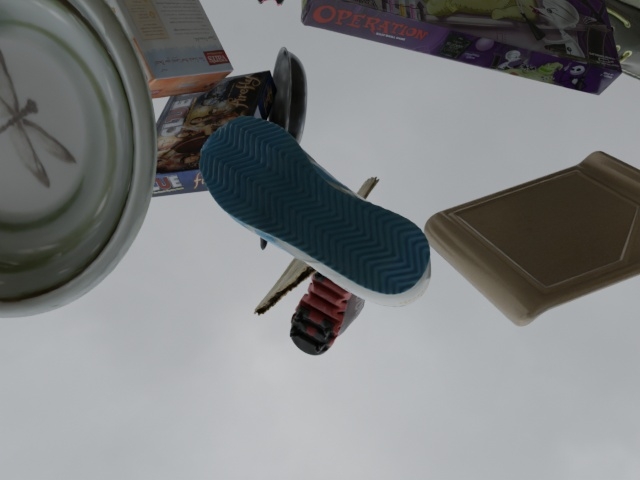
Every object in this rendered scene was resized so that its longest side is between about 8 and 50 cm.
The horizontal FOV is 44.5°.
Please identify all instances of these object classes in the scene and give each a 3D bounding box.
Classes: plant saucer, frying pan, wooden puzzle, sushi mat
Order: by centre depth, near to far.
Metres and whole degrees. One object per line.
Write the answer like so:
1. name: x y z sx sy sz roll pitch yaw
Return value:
1. plant saucer: -0.342 -0.120 0.830 0.400 0.400 0.100 45 -160 1
2. wooden puzzle: 0.259 -0.006 0.832 0.239 0.044 0.221 -23 -150 -9
3. sushi mat: 0.000 0.000 1.224 0.019 0.151 0.316 45 -148 -6
4. frying pan: -0.059 -0.161 1.298 0.053 0.197 0.326 2 -103 -13

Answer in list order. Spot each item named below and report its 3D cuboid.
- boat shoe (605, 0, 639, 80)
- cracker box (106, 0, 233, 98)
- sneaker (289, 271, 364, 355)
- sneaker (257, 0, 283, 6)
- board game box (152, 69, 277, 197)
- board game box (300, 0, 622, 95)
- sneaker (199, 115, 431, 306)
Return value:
1. boat shoe: 0.360 -0.278 1.027 0.305 0.109 0.091 28 -108 -18
2. cracker box: -0.235 -0.309 1.055 0.156 0.067 0.232 -23 -94 -53
3. sneaker: 0.038 0.070 1.377 0.098 0.276 0.135 31 -153 15
4. sneaker: -0.120 -0.493 1.525 0.119 0.047 0.057 20 -86 3
5. board game box: -0.167 -0.161 1.156 0.165 0.042 0.243 -6 -139 15
6. board game box: 0.148 -0.281 0.831 0.347 0.056 0.208 8 -123 -18
7. sneaker: -0.009 -0.019 0.655 0.229 0.092 0.087 38 -98 20
